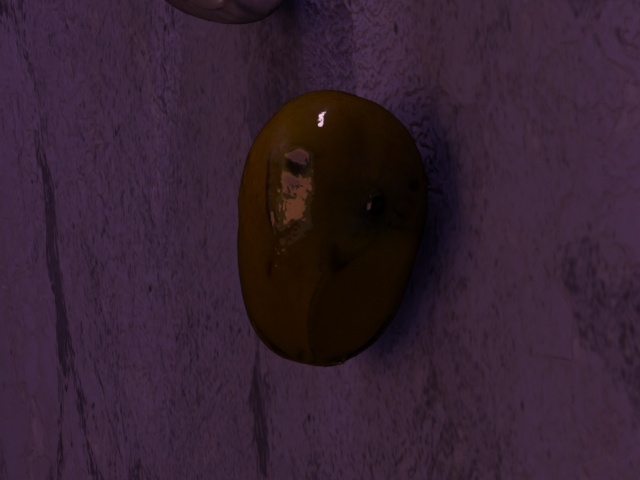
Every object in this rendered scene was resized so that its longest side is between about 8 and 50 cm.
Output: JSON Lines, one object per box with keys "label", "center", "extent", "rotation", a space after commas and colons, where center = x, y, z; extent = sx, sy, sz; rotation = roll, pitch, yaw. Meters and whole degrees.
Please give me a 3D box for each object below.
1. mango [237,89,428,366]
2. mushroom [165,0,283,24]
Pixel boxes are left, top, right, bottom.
{"label": "mango", "center": [0.000, 0.000, 1.448], "extent": [0.262, 0.130, 0.167], "rotation": [103, 157, -46]}
{"label": "mushroom", "center": [-0.116, -0.271, 1.676], "extent": [0.350, 0.128, 0.128], "rotation": [-134, 44, -61]}
